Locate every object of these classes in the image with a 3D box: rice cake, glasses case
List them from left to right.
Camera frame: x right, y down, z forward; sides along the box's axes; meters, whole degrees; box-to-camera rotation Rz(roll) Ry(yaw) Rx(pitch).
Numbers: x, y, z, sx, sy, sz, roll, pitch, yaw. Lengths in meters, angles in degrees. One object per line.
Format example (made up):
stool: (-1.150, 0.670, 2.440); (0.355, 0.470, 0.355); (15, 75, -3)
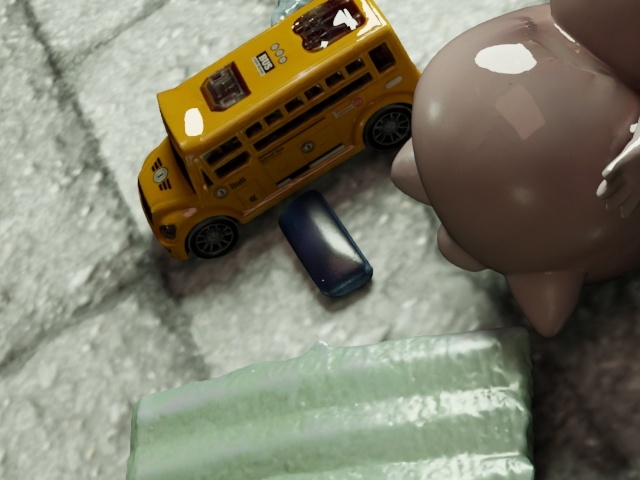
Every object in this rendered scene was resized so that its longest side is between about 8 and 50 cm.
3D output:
rice cake: (-0.001, 0.113, 0.730); (0.237, 0.043, 0.127); (-13, 47, 20)
glasses case: (0.000, 0.000, 0.837); (0.033, 0.023, 0.083); (-33, 44, -1)

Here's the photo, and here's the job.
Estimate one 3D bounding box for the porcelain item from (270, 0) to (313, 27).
porcelain item: (-0.022, -0.134, 0.961); (0.036, 0.028, 0.083); (-20, 45, 38)

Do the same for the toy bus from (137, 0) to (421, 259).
toy bus: (-0.034, -0.075, 0.874); (0.194, 0.088, 0.083); (-32, 45, 3)

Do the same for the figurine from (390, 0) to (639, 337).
figurine: (0.163, -0.094, 0.706); (0.176, 0.186, 0.287); (43, 117, 41)
